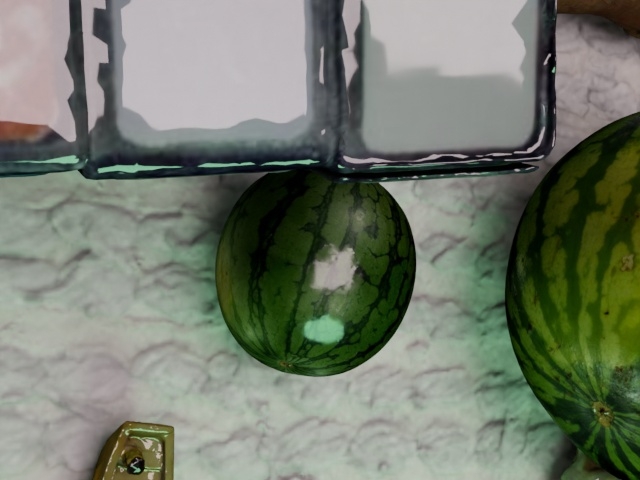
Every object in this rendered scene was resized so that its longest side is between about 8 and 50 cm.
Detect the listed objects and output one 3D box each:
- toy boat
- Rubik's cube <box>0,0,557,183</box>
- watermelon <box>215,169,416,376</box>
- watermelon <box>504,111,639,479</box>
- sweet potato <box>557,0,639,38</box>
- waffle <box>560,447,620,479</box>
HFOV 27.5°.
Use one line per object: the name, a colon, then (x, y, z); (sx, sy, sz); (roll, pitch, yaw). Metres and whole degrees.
toy boat: (-0.126, 0.232, 0.851); (0.068, 0.088, 0.226); (11, 83, -28)
Rubik's cube: (-0.097, -0.220, 0.690); (0.359, 0.363, 0.362); (-7, 102, -17)
watermelon: (0.000, 0.000, 0.905); (0.140, 0.140, 0.187); (23, 71, -27)
watermelon: (0.281, 0.041, 0.977); (0.285, 0.285, 0.285); (2, 87, -29)
sweet potato: (0.279, -0.219, 1.096); (0.385, 0.109, 0.109); (-9, 92, -26)
waffle: (0.286, 0.231, 1.100); (0.223, 0.054, 0.204); (47, 67, -17)
